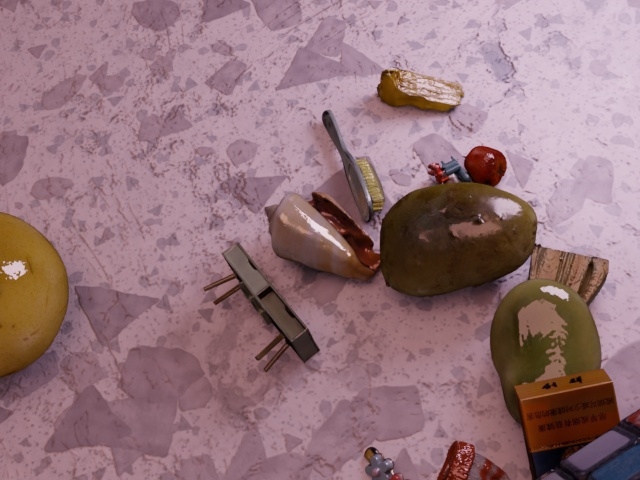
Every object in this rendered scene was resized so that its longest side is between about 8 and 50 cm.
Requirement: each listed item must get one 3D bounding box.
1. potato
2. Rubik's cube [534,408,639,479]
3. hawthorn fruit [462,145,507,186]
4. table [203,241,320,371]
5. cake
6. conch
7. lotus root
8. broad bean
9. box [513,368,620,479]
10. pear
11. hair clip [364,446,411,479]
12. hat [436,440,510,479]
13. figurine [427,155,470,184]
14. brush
[{"bbox_3d":[0.252,-0.004,1.636,0.307,0.173,0.210,-10,65,18],"label":"potato"},{"bbox_3d":[0.511,0.453,1.201,0.358,0.362,0.363,-33,87,-5],"label":"Rubik's cube"},{"bbox_3d":[0.327,-0.150,1.759,0.093,0.093,0.093,-5,63,10],"label":"hawthorn fruit"},{"bbox_3d":[-0.123,0.139,1.685,0.111,0.122,0.240,-37,62,-8],"label":"table"},{"bbox_3d":[0.206,-0.309,1.891,0.184,0.116,0.080,8,66,-19],"label":"cake"},{"bbox_3d":[-0.006,0.006,1.747,0.255,0.127,0.158,41,46,5],"label":"conch"},{"bbox_3d":[0.444,0.085,1.617,0.143,0.070,0.144,21,84,18],"label":"lotus root"},{"bbox_3d":[0.389,0.194,1.516,0.189,0.121,0.263,-3,80,19],"label":"broad bean"},{"bbox_3d":[0.414,0.341,1.423,0.152,0.070,0.237,-13,103,6],"label":"box"},{"bbox_3d":[-0.669,0.107,1.715,0.348,0.348,0.349,-5,63,10],"label":"pear"},{"bbox_3d":[0.144,0.441,1.514,0.214,0.056,0.062,39,110,25],"label":"hair clip"},{"bbox_3d":[0.284,0.419,1.489,0.162,0.093,0.112,23,79,2],"label":"hat"},{"bbox_3d":[0.271,-0.098,1.754,0.075,0.068,0.140,-20,67,-1],"label":"figurine"},{"bbox_3d":[0.076,-0.166,1.837,0.060,0.068,0.297,-11,58,-16],"label":"brush"}]
